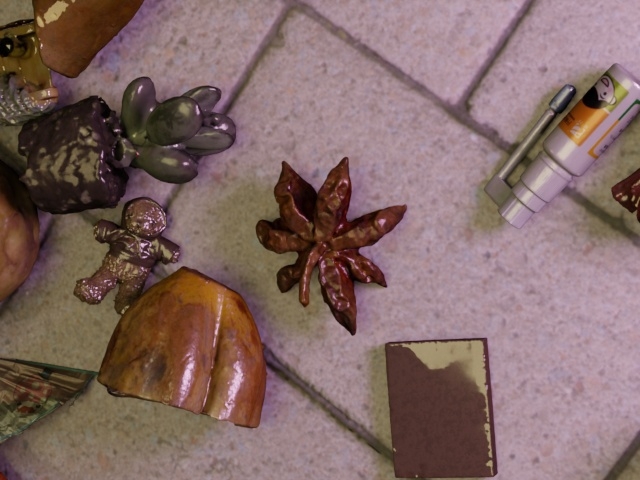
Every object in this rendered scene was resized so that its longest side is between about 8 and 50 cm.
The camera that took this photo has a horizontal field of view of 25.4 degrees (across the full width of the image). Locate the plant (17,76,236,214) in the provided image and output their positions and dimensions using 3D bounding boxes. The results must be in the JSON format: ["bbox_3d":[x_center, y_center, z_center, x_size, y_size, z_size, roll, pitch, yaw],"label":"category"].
[{"bbox_3d":[-0.244,-0.125,1.809,0.274,0.146,0.149,-15,92,16],"label":"plant"}]

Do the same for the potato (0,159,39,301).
[{"bbox_3d":[-0.517,-0.033,1.869,0.237,0.301,0.289,-43,122,4],"label":"potato"}]

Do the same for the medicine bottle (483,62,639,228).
[{"bbox_3d":[0.283,-0.115,1.659,0.221,0.061,0.092,-50,52,16],"label":"medicine bottle"}]

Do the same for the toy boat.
[{"bbox_3d":[-0.551,-0.188,1.909,0.445,0.162,0.136,-11,91,21],"label":"toy boat"}]

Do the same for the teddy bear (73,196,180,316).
[{"bbox_3d":[-0.249,0.022,1.856,0.119,0.078,0.160,22,78,1],"label":"teddy bear"}]

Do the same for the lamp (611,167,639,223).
[{"bbox_3d":[0.456,-0.087,1.557,0.223,0.151,0.215,29,103,58],"label":"lamp"}]

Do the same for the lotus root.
[{"bbox_3d":[-0.153,0.132,1.771,0.199,0.188,0.180,18,85,21],"label":"lotus root"}]

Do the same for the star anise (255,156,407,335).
[{"bbox_3d":[0.005,-0.004,1.745,0.196,0.111,0.212,-45,71,10],"label":"star anise"}]

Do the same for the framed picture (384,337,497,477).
[{"bbox_3d":[0.148,0.206,1.739,0.128,0.023,0.168,-4,91,21],"label":"framed picture"}]

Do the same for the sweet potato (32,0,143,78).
[{"bbox_3d":[-0.258,-0.387,1.798,0.158,0.158,0.370,35,99,16],"label":"sweet potato"}]

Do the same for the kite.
[{"bbox_3d":[-0.480,0.265,1.909,0.406,0.014,0.368,-34,55,-5],"label":"kite"}]

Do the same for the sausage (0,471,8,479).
[{"bbox_3d":[-0.435,0.375,1.940,0.264,0.083,0.083,45,106,11],"label":"sausage"}]
